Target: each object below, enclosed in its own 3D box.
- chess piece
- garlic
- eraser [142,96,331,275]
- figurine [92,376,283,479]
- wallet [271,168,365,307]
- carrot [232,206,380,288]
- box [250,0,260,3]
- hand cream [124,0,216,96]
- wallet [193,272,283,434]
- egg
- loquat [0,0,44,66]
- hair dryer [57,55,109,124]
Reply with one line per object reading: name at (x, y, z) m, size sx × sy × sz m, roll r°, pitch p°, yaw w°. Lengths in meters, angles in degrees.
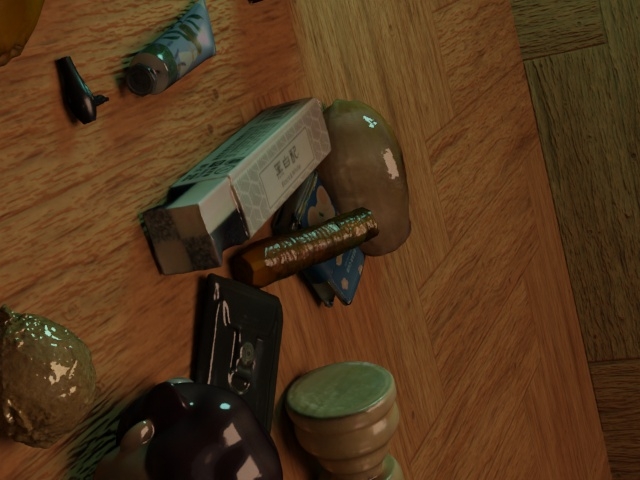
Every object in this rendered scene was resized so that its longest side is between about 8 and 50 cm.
chess piece at (0.060, 0.347, 1.576) m, size 0.167 × 0.167 × 0.299 m, roll -53°, pitch 134°, yaw -56°
garlic at (0.093, -0.079, 1.794) m, size 0.196 × 0.151 × 0.338 m, roll -84°, pitch 154°, yaw -56°
eraser at (-0.100, -0.086, 1.435) m, size 0.404 × 0.098 × 0.096 m, roll -52°, pitch 129°, yaw -56°
figurine at (-0.201, 0.295, 1.091) m, size 0.365 × 0.206 × 0.218 m, roll -29°, pitch 86°, yaw -37°
wallet at (-0.001, 0.000, 1.657) m, size 0.202 × 0.059 × 0.141 m, roll 59°, pitch 34°, yaw -36°
carrot at (-0.016, 0.007, 1.527) m, size 0.260 × 0.070 × 0.070 m, roll -21°, pitch 102°, yaw -38°
box at (0.037, -0.474, 1.598) m, size 0.084 × 0.302 × 0.192 m, roll 65°, pitch 31°, yaw -27°
hand cream at (-0.190, -0.253, 1.370) m, size 0.256 × 0.055 × 0.088 m, roll -63°, pitch 142°, yaw -60°
wallet at (-0.111, 0.179, 1.399) m, size 0.169 × 0.052 × 0.245 m, roll 31°, pitch 58°, yaw -53°
egg at (-0.278, 0.133, 1.007) m, size 0.116 × 0.118 × 0.140 m, roll -23°, pitch 120°, yaw -19°
loquat at (-0.346, -0.255, 0.911) m, size 0.234 × 0.176 × 0.187 m, roll 53°, pitch -7°, yaw -16°
hair dryer at (-0.272, -0.175, 1.209) m, size 0.083 × 0.031 × 0.079 m, roll -35°, pitch 106°, yaw -76°
